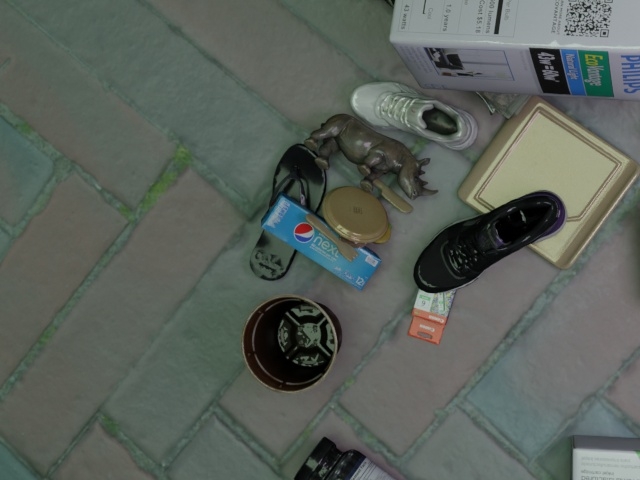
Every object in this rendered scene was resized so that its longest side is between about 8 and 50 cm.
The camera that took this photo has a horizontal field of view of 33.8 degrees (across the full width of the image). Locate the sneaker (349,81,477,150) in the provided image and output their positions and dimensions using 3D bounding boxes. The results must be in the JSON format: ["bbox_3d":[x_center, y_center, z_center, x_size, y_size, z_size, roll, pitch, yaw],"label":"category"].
[{"bbox_3d":[0.157,-0.225,1.812,0.232,0.115,0.090,16,94,11],"label":"sneaker"}]

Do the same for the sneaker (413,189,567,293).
[{"bbox_3d":[0.269,-0.003,1.753,0.283,0.124,0.107,-32,82,16],"label":"sneaker"}]

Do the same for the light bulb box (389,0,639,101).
[{"bbox_3d":[0.319,-0.408,1.527,0.361,0.225,0.358,7,83,19],"label":"light bulb box"}]

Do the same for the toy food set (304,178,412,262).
[{"bbox_3d":[0.061,-0.038,1.828,0.132,0.192,0.038,42,139,12],"label":"toy food set"}]

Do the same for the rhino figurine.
[{"bbox_3d":[0.098,-0.143,1.839,0.243,0.073,0.106,28,59,9],"label":"rhino figurine"}]

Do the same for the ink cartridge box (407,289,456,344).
[{"bbox_3d":[0.196,0.122,1.850,0.063,0.029,0.115,17,93,11],"label":"ink cartridge box"}]

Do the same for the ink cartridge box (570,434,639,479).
[{"bbox_3d":[0.520,0.479,1.738,0.211,0.121,0.289,0,91,12],"label":"ink cartridge box"}]

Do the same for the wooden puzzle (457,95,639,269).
[{"bbox_3d":[0.389,-0.101,1.807,0.239,0.044,0.221,37,98,14],"label":"wooden puzzle"}]

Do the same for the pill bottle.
[{"bbox_3d":[0.068,0.443,1.832,0.219,0.123,0.123,35,97,10],"label":"pill bottle"}]

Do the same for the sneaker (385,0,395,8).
[{"bbox_3d":[0.074,-0.455,1.857,0.170,0.063,0.075,45,98,13],"label":"sneaker"}]

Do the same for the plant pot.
[{"bbox_3d":[-0.037,0.173,1.830,0.167,0.165,0.167,0,90,12],"label":"plant pot"}]

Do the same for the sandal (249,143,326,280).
[{"bbox_3d":[-0.056,-0.048,1.888,0.097,0.054,0.254,17,94,11],"label":"sandal"}]

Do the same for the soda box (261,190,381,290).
[{"bbox_3d":[0.000,0.000,1.839,0.210,0.071,0.067,34,96,-9],"label":"soda box"}]

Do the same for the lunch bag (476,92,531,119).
[{"bbox_3d":[0.321,-0.372,1.747,0.235,0.169,0.287,44,97,6],"label":"lunch bag"}]
